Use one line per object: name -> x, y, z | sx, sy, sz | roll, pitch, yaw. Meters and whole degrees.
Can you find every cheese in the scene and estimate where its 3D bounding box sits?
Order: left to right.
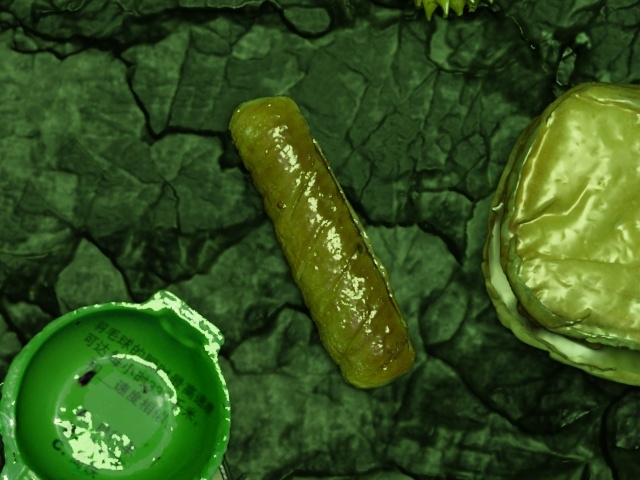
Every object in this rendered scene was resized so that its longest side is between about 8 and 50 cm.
cheese -> -0.207, 0.188, 1.352 | 0.204, 0.083, 0.320 | 38, 86, -2

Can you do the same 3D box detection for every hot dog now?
hot dog -> -0.001, 0.001, 1.382 | 0.088, 0.061, 0.285 | -30, 89, 10

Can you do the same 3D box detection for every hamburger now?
hamburger -> 0.289, -0.001, 1.346 | 0.283, 0.144, 0.259 | 22, 85, 4

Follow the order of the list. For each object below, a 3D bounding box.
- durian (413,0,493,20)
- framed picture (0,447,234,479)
durian -> 0.151, -0.316, 1.323 | 0.154, 0.186, 0.260 | 6, 114, -12
framed picture -> -0.169, 0.248, 1.399 | 0.195, 0.010, 0.199 | -19, 89, -1
